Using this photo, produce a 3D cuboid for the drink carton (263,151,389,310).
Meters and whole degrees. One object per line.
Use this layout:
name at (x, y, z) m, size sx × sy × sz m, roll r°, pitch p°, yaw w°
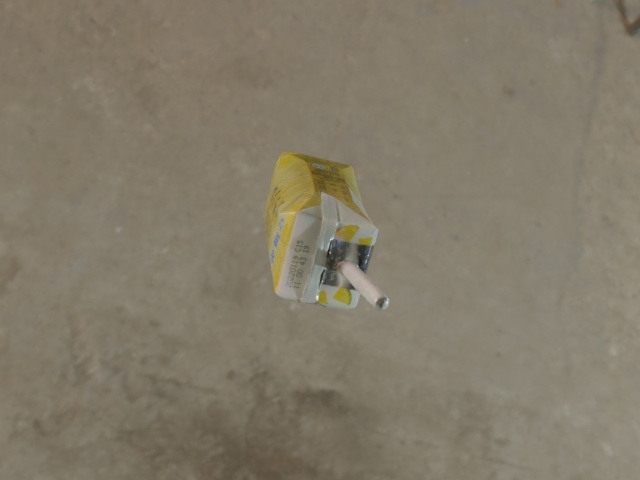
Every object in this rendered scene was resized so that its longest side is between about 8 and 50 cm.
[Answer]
drink carton at (0.000, 0.000, 0.794) m, size 0.075 × 0.084 × 0.200 m, roll 14°, pitch 19°, yaw -10°
